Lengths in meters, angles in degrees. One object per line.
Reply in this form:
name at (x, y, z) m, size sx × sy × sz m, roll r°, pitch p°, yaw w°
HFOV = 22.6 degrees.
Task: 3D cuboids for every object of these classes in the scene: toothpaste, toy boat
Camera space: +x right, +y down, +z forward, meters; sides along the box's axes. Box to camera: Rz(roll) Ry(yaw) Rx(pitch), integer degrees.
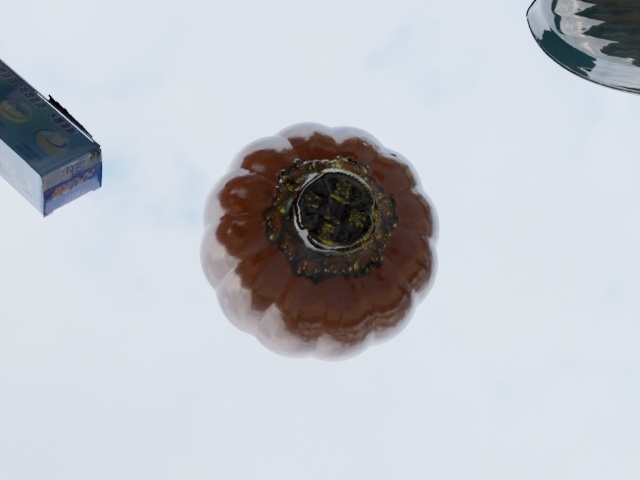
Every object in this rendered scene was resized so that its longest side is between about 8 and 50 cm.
toothpaste at (-0.289, -0.122, 1.336) m, size 0.066 × 0.272 × 0.053 m, roll -33°, pitch -31°, yaw -31°
toy boat at (0.274, -0.146, 1.081) m, size 0.122 × 0.296 × 0.114 m, roll 28°, pitch -106°, yaw -54°

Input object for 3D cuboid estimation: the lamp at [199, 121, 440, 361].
lamp at (0.000, 0.000, 1.454) m, size 0.223 × 0.196 × 0.223 m, roll 2°, pitch -108°, yaw -7°
